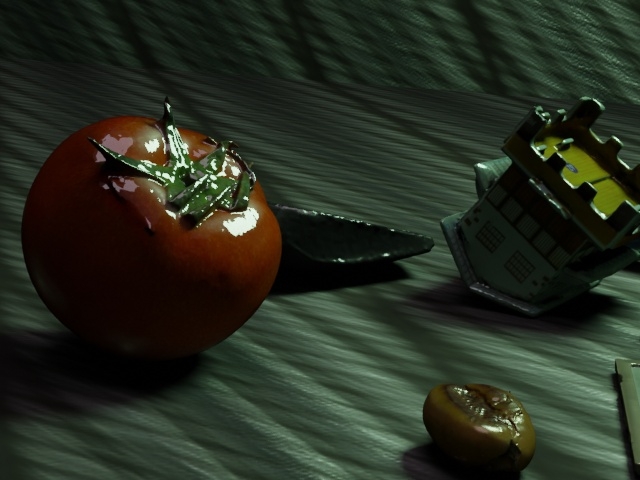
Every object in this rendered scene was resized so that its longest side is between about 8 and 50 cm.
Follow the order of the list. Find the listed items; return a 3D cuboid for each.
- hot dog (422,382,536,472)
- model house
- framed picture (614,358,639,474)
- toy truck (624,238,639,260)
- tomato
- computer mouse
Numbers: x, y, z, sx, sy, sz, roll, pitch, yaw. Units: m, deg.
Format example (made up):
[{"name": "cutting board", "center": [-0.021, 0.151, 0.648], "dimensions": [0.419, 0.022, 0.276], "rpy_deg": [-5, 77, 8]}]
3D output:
[{"name": "hot dog", "center": [0.130, 0.158, 1.168], "dimensions": [0.090, 0.060, 0.140], "rpy_deg": [1, 19, -23]}, {"name": "model house", "center": [0.290, -0.034, 1.663], "dimensions": [0.198, 0.215, 0.224], "rpy_deg": [49, 31, 14]}, {"name": "framed picture", "center": [0.385, 0.167, 1.259], "dimensions": [0.213, 0.016, 0.289], "rpy_deg": [5, 14, 8]}, {"name": "toy truck", "center": [0.473, -0.016, 1.826], "dimensions": [0.202, 0.088, 0.074], "rpy_deg": [-6, 6, 33]}, {"name": "tomato", "center": [-0.168, -0.003, 1.368], "dimensions": [0.256, 0.224, 0.256], "rpy_deg": [30, 31, -20]}, {"name": "computer mouse", "center": [-0.002, 0.005, 1.732], "dimensions": [0.295, 0.087, 0.168], "rpy_deg": [9, 1, -33]}]
